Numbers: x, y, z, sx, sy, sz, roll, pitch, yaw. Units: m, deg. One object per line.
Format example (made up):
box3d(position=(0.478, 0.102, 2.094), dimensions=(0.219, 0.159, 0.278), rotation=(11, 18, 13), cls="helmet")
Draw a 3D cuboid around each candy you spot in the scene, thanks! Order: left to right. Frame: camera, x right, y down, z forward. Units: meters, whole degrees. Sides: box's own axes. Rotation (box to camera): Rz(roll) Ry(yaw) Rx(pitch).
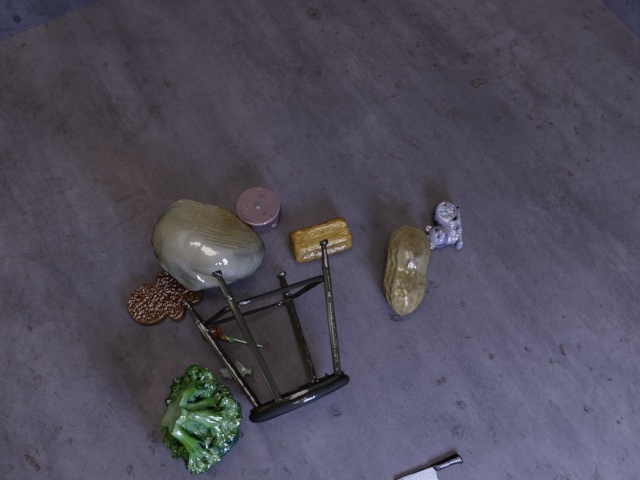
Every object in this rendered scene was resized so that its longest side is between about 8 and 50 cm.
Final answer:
box3d(position=(-0.279, 0.309, 1.949), dimensions=(0.201, 0.060, 0.060), rotation=(16, 67, -4), cls="candy")

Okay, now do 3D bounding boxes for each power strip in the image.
box3d(position=(-0.210, -0.102, 2.109), dimensions=(0.154, 0.078, 0.154), rotation=(0, 66, -1), cls="power strip")

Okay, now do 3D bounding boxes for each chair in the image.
box3d(position=(-0.126, 0.279, 1.790), dimensions=(0.365, 0.362, 0.409), rotation=(-17, 79, -30), cls="chair")

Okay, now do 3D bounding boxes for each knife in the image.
box3d(position=(0.312, 0.691, 1.806), dimensions=(0.231, 0.028, 0.060), rotation=(-19, 80, -7), cls="knife")

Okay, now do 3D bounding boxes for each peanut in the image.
box3d(position=(0.277, 0.091, 2.000), dimensions=(0.152, 0.152, 0.312), rotation=(12, 69, 4), cls="peanut")

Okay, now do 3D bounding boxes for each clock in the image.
box3d(position=(0.414, -0.054, 2.099), dimensions=(0.117, 0.080, 0.176), rotation=(-1, 68, 0), cls="clock")

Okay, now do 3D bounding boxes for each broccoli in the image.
box3d(position=(-0.357, 0.511, 1.758), dimensions=(0.265, 0.245, 0.294), rotation=(-21, 54, 14), cls="broccoli")

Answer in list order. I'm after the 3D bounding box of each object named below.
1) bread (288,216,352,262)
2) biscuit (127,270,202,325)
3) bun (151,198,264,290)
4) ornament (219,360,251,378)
box3d(position=(0.000, 0.000, 2.066), dimensions=(0.211, 0.083, 0.113), rotation=(-15, 62, -7), cls="bread")
box3d(position=(-0.506, 0.187, 2.000), dimensions=(0.236, 0.039, 0.179), rotation=(-20, 70, -9), cls="biscuit")
box3d(position=(-0.360, 0.033, 1.943), dimensions=(0.365, 0.365, 0.219), rotation=(27, 112, 10), cls="bun")
box3d(position=(-0.260, 0.407, 1.909), dimensions=(0.092, 0.041, 0.068), rotation=(-25, 75, -21), cls="ornament")
